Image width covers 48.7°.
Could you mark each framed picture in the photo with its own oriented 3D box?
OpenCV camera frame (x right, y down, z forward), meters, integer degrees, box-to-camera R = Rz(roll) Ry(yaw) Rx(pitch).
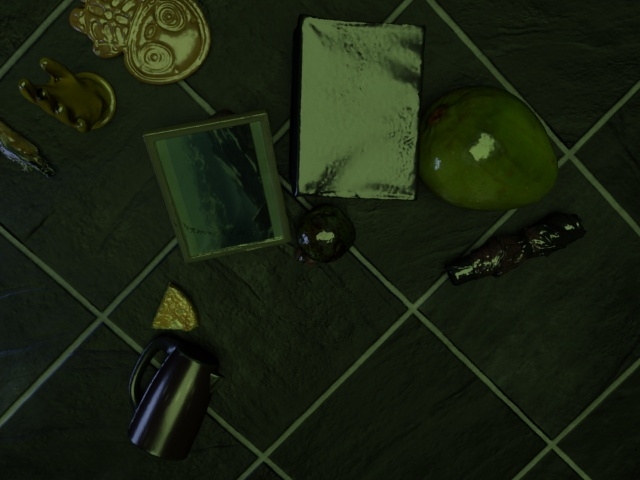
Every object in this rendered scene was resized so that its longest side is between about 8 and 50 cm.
[{"bbox_3d":[-0.202,-0.102,1.467,0.247,0.022,0.335,-11,130,-3],"label":"framed picture"}]

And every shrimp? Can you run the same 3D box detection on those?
[{"bbox_3d":[-0.671,-0.165,1.479,0.219,0.046,0.152,32,95,-6],"label":"shrimp"}]

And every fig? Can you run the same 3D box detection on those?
[{"bbox_3d":[0.352,-0.179,1.475,0.326,0.258,0.258,20,98,-29],"label":"fig"}]

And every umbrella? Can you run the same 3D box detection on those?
[{"bbox_3d":[0.436,0.021,1.590,0.325,0.094,0.090,-23,87,-1],"label":"umbrella"}]

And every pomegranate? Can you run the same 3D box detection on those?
[{"bbox_3d":[-0.005,-0.010,1.533,0.163,0.138,0.126,-23,114,31],"label":"pomegranate"}]

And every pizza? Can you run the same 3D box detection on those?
[{"bbox_3d":[-0.335,0.161,1.579,0.108,0.026,0.123,-29,104,3],"label":"pizza"}]

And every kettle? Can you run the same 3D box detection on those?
[{"bbox_3d":[-0.330,0.336,1.570,0.202,0.144,0.232,26,91,22],"label":"kettle"}]

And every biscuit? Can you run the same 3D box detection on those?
[{"bbox_3d":[-0.370,-0.441,1.461,0.288,0.044,0.202,24,97,-11],"label":"biscuit"}]

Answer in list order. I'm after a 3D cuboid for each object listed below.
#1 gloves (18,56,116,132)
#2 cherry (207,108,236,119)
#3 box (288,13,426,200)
[{"bbox_3d":[-0.477,-0.267,1.353,0.133,0.294,0.116,27,98,-9],"label":"gloves"},{"bbox_3d":[-0.173,-0.198,1.496,0.187,0.115,0.148,3,65,-14],"label":"cherry"},{"bbox_3d":[0.066,-0.264,1.447,0.251,0.204,0.346,2,100,-6],"label":"box"}]
